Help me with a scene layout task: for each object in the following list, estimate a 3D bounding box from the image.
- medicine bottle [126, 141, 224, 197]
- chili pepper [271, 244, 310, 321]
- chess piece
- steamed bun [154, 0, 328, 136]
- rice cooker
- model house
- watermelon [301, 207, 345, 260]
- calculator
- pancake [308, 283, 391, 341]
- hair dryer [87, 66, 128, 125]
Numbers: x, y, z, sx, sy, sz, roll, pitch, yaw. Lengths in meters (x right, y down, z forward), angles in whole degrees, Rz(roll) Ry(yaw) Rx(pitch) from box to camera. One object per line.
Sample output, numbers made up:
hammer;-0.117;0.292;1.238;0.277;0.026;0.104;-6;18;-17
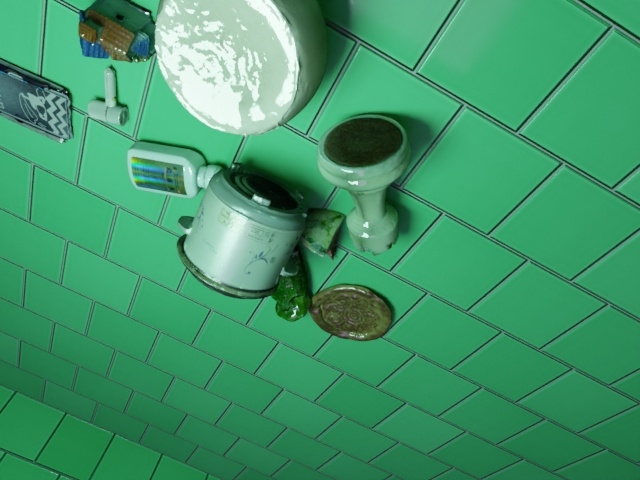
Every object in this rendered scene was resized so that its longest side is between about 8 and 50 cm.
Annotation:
medicine bottle;-0.355;-0.169;1.245;0.229;0.083;0.121;10;129;6
chili pepper;-0.097;0.130;1.426;0.136;0.099;0.270;-15;122;-2
chess piece;0.107;-0.106;1.116;0.194;0.194;0.299;2;140;15
steamed bun;-0.139;-0.365;0.929;0.324;0.206;0.324;9;130;11
rice cooker;-0.183;-0.008;1.188;0.317;0.264;0.316;-1;114;-3
model house;-0.427;-0.408;1.014;0.148;0.148;0.119;29;132;-7
watermelon;0.007;-0.022;1.300;0.098;0.121;0.158;22;179;16
calculator;-0.743;-0.353;1.235;0.274;0.028;0.165;25;135;-4
pancake;0.093;0.221;1.491;0.250;0.031;0.250;7;131;8
hair dryer;-0.495;-0.339;1.166;0.082;0.047;0.137;17;127;2
